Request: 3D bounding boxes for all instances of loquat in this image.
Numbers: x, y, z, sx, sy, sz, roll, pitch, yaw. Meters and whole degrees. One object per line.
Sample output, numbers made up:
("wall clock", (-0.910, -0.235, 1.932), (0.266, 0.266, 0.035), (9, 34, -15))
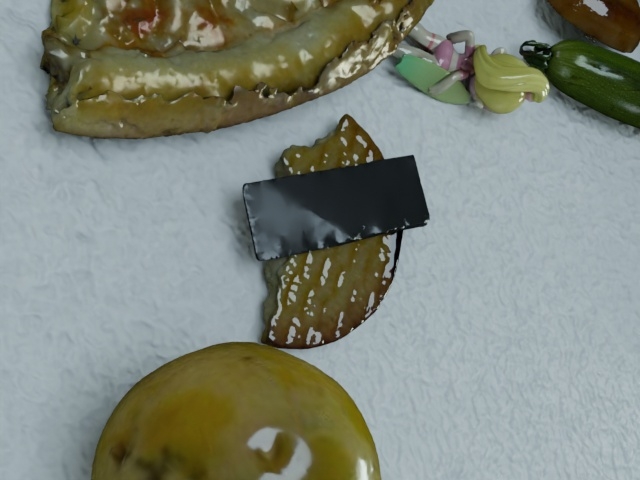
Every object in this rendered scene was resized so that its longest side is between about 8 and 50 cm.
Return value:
("loquat", (-0.066, 0.189, 0.903), (0.244, 0.244, 0.244), (5, 79, -29))

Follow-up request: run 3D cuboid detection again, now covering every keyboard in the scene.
("keyboard", (0.017, -0.032, 1.077), (0.196, 0.015, 0.074), (-13, 85, -31))

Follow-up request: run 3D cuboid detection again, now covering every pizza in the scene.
("pizza", (-0.049, -0.271, 1.073), (0.392, 0.080, 0.435), (12, 78, -26))

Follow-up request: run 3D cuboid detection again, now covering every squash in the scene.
("squash", (0.366, -0.170, 1.301), (0.318, 0.071, 0.080), (10, 68, -29))

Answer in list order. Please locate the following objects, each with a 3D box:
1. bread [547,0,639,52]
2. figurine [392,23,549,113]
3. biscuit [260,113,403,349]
("bread", (0.316, -0.282, 1.293), (0.129, 0.044, 0.126), (20, 49, -19))
("figurine", (0.147, -0.182, 1.184), (0.187, 0.083, 0.083), (24, 70, -14))
("biscuit", (0.000, 0.000, 1.088), (0.176, 0.031, 0.228), (49, 63, -13))
